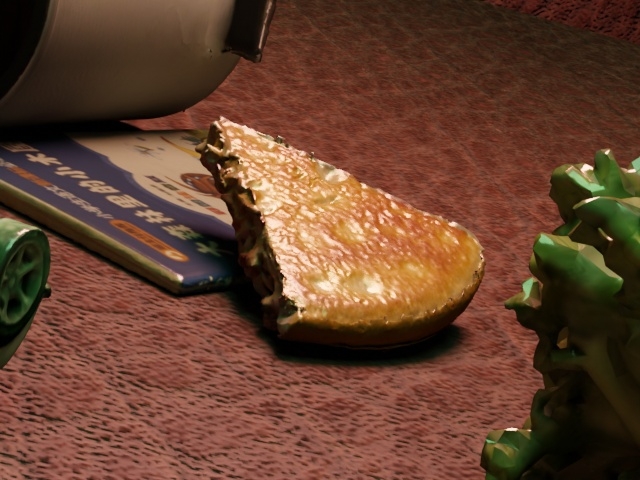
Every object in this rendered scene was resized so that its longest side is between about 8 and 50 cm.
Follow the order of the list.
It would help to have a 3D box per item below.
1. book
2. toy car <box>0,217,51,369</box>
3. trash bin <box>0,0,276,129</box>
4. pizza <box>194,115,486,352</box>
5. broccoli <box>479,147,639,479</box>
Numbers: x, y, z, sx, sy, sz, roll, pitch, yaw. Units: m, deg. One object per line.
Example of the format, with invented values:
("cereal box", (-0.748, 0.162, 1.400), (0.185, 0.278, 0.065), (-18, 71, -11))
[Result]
("book", (-0.077, -0.027, 1.298), (0.228, 0.018, 0.322), (25, 17, 29))
("toy car", (-0.224, 0.016, 0.785), (0.136, 0.125, 0.306), (17, -8, 17))
("trash bin", (-0.197, -0.186, 1.352), (0.277, 0.217, 0.262), (18, 14, 25))
("pizza", (0.000, 0.000, 1.179), (0.201, 0.053, 0.193), (-9, 47, -46))
("broccoli", (0.221, 0.102, 0.677), (0.338, 0.277, 0.317), (22, 51, 0))
